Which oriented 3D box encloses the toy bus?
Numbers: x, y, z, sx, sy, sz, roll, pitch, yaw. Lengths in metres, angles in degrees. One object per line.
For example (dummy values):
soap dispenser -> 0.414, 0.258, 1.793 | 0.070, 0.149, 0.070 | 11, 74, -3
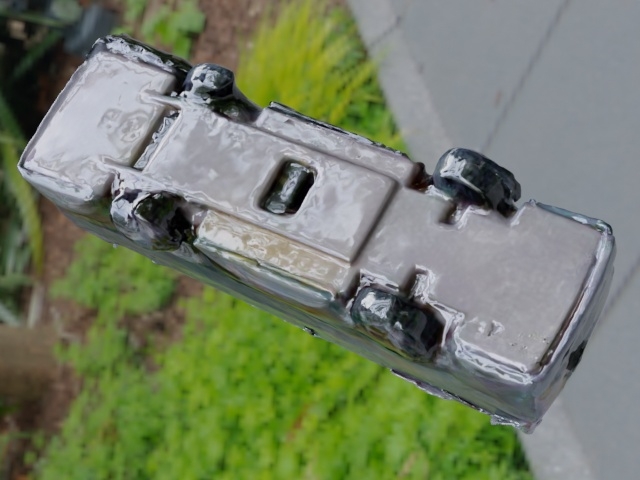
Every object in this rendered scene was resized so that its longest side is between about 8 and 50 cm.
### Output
toy bus -> 0.000, 0.000, 0.826 | 0.112, 0.317, 0.138 | -58, -24, -17
